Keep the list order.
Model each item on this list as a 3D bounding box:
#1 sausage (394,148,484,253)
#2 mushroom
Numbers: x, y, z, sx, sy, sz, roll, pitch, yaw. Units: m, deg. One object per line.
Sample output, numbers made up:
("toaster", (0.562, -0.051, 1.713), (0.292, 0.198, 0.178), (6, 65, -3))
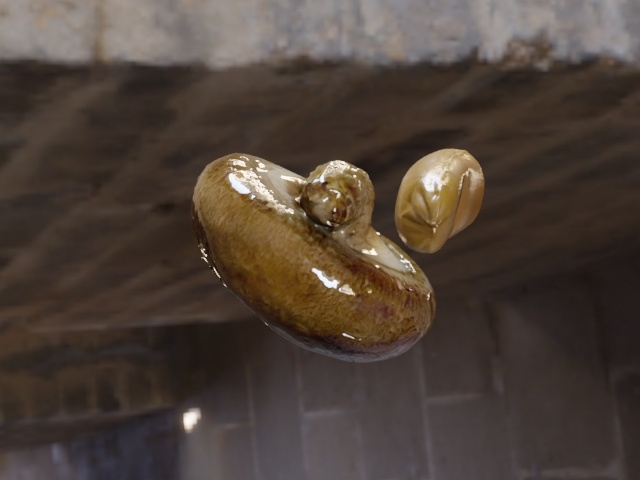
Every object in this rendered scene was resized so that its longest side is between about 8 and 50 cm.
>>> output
("sausage", (0.167, -0.060, 2.103), (0.134, 0.116, 0.354), (-63, -7, 11))
("mushroom", (-0.016, 0.019, 1.889), (0.345, 0.239, 0.345), (61, -176, -7))
